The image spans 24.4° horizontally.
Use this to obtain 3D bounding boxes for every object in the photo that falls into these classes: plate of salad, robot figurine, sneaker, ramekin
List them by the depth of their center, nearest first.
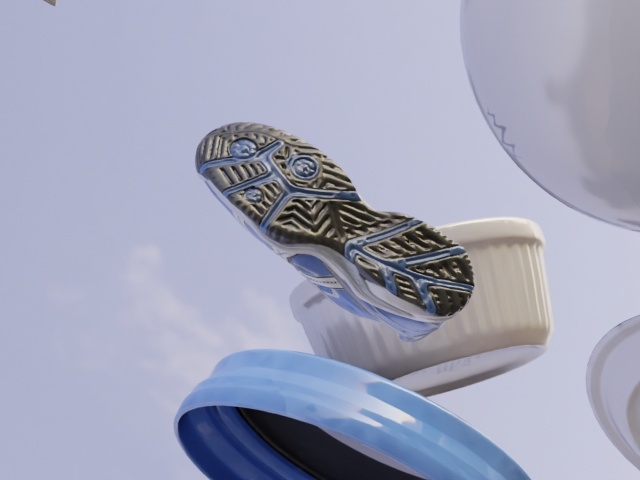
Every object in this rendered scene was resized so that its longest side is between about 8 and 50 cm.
[{"bbox_3d":[0.152,-0.095,0.625,0.278,0.209,0.173,-31,-48,-76],"label":"robot figurine"},{"bbox_3d":[0.255,0.104,0.874,0.048,0.200,0.200,-57,-34,-35],"label":"plate of salad"},{"bbox_3d":[0.000,0.000,0.997,0.080,0.211,0.081,-49,-10,-30],"label":"sneaker"},{"bbox_3d":[0.112,0.081,1.511,0.273,0.273,0.127,3,-113,-50],"label":"ramekin"}]

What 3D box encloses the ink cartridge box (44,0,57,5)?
[{"bbox_3d":[-0.255,-0.293,1.059,0.232,0.066,0.189,29,-108,-67],"label":"ink cartridge box"}]

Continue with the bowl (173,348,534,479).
[{"bbox_3d":[0.044,0.236,1.469,0.077,0.391,0.391,-62,-35,-25],"label":"bowl"}]
